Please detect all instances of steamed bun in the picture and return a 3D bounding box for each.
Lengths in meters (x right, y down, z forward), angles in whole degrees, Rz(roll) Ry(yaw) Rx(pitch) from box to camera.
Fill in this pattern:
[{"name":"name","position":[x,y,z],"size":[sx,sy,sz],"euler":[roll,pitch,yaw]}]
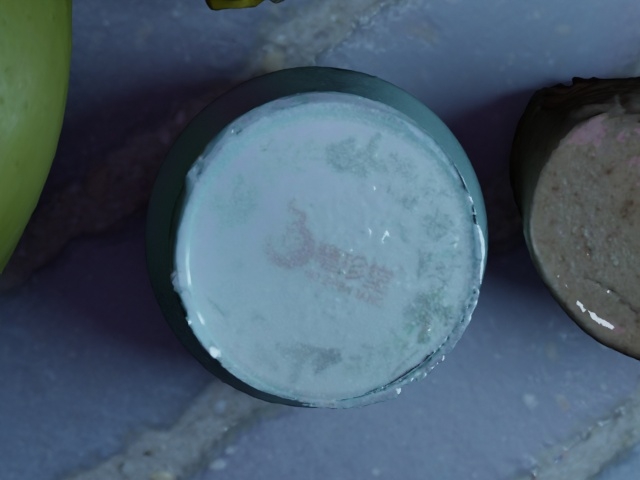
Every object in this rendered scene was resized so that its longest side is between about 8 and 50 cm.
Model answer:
[{"name":"steamed bun","position":[0.285,-0.010,1.242],"size":[0.301,0.251,0.199],"euler":[4,101,0]}]

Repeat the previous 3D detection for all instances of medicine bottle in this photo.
[{"name":"medicine bottle","position":[0.000,0.000,1.198],"size":[0.245,0.290,0.245],"euler":[0,93,-4]}]

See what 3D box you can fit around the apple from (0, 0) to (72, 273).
[{"name":"apple","position":[-0.380,-0.127,1.100],"size":[0.473,0.473,0.474],"euler":[0,93,-4]}]

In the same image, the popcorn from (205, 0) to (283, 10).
[{"name":"popcorn","position":[-0.073,-0.293,1.219],"size":[0.250,0.190,0.250],"euler":[-6,109,-19]}]
